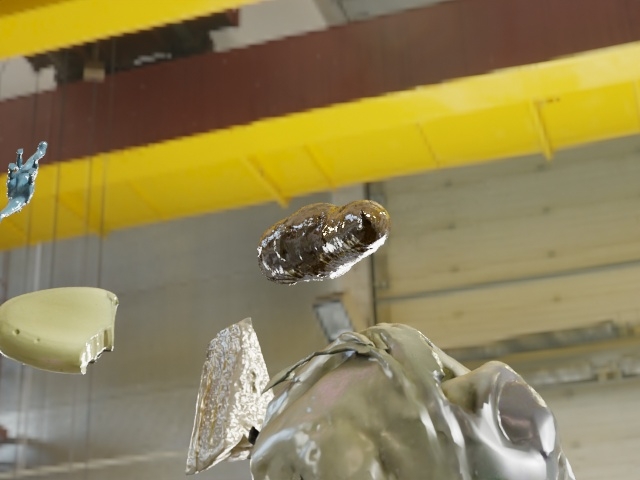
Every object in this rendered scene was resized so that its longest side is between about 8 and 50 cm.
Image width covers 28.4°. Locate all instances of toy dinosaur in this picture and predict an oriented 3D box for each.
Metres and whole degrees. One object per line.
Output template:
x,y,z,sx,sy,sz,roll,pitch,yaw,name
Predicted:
-0.449,-0.087,1.905,0.045,0.197,0.080,16,-40,0,toy dinosaur

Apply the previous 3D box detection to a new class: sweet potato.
0.000,0.000,0.995,0.067,0.067,0.274,8,-11,-19,sweet potato

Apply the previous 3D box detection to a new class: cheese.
-0.374,0.106,1.530,0.255,0.127,0.050,2,-47,-10,cheese

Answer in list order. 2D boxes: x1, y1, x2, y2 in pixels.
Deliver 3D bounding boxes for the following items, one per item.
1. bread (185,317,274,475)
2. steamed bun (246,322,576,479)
-0.109,0.167,1.368,0.105,0.152,0.077,-3,-25,-45,bread
0.094,0.193,0.908,0.280,0.268,0.207,42,-48,-19,steamed bun
